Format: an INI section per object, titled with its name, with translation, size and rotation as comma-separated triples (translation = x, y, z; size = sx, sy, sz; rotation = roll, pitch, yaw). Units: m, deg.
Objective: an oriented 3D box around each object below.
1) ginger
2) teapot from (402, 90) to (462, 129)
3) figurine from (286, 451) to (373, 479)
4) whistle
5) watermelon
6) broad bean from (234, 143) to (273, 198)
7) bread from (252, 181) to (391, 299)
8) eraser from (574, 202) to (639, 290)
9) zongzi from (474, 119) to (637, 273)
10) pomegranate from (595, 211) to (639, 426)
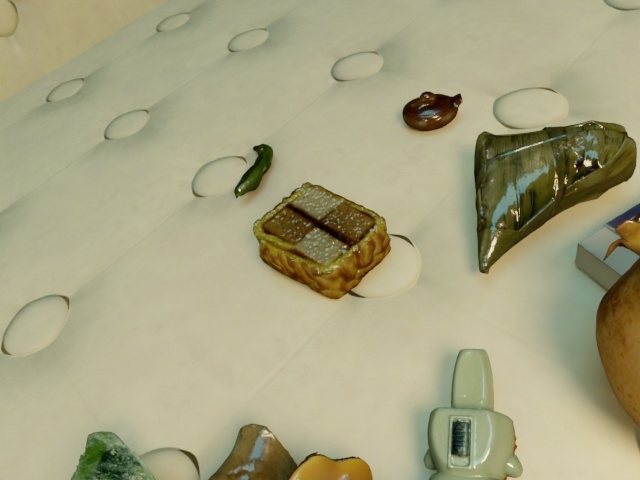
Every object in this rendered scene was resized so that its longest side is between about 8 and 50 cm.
[ginger]
translation = -0.114, 0.359, 0.582
size = 0.116, 0.109, 0.263
rotation = 4, 50, 25
[teapot]
translation = 0.241, -0.289, 1.066
size = 0.129, 0.078, 0.098
rotation = -7, 48, 14
[figurine]
translation = 0.069, 0.321, 0.441
size = 0.257, 0.208, 0.181
rotation = -7, 66, 55
[whistle]
translation = 0.176, 0.250, 0.580
size = 0.101, 0.106, 0.253
rotation = 7, 58, 5
[watermelon]
translation = -0.280, 0.382, 0.599
size = 0.140, 0.257, 0.193
rotation = 28, 28, -10
[broad bean]
translation = -0.144, -0.164, 1.115
size = 0.061, 0.046, 0.195
rotation = -16, 40, 22
[bread]
translation = 0.000, 0.000, 0.878
size = 0.222, 0.096, 0.181
rotation = 28, 63, 35
[eraser]
translation = 0.500, 0.002, 0.714
size = 0.210, 0.068, 0.124
rotation = -30, 47, -7
[zongzi]
translation = 0.375, -0.068, 0.785
size = 0.251, 0.125, 0.274
rotation = -6, 49, 24
[pomegranate]
translation = 0.443, 0.088, 0.503
size = 0.319, 0.319, 0.319
rotation = -10, 46, 11
